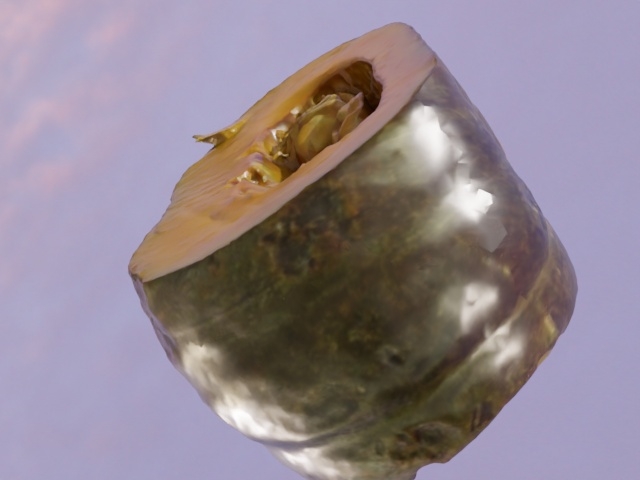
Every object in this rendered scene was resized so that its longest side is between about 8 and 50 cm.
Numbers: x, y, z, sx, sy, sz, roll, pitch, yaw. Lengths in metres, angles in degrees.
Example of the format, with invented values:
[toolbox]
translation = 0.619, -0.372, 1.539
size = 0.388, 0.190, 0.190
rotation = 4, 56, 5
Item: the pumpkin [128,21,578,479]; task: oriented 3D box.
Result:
[pumpkin]
translation = 0.000, 0.000, 0.469
size = 0.221, 0.139, 0.317
rotation = -34, -159, 13
